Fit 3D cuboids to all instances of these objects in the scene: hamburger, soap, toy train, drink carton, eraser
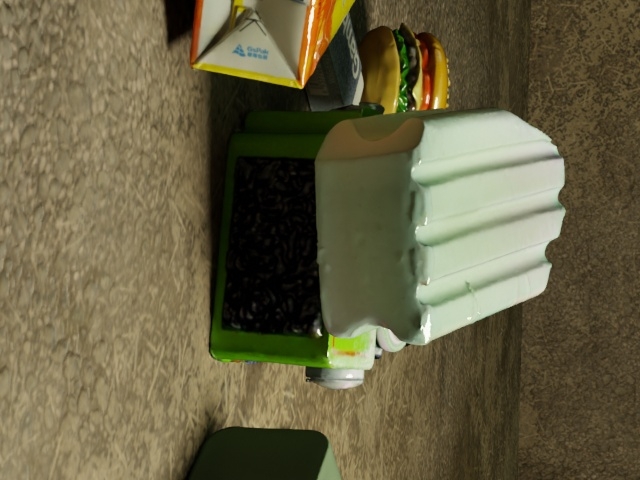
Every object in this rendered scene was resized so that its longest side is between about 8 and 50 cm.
[{"bbox_3d":[0.098,-0.194,1.815,0.162,0.115,0.162,-178,-90,-76],"label":"hamburger"},{"bbox_3d":[0.131,-0.029,1.443,0.347,0.115,0.208,-15,105,-58],"label":"soap"},{"bbox_3d":[0.000,0.000,1.496,0.249,0.173,0.307,15,79,-65],"label":"toy train"},{"bbox_3d":[-0.019,-0.280,1.376,0.351,0.111,0.154,-66,168,-60],"label":"drink carton"},{"bbox_3d":[0.006,-0.223,1.662,0.212,0.046,0.092,74,25,-50],"label":"eraser"}]

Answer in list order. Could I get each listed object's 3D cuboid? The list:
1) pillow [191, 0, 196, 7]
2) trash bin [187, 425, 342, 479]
[{"bbox_3d":[-0.092,-0.316,1.321,0.217,0.033,0.130,-70,163,-46],"label":"pillow"},{"bbox_3d":[-0.047,0.379,1.428,0.223,0.158,0.343,-67,150,-51],"label":"trash bin"}]
